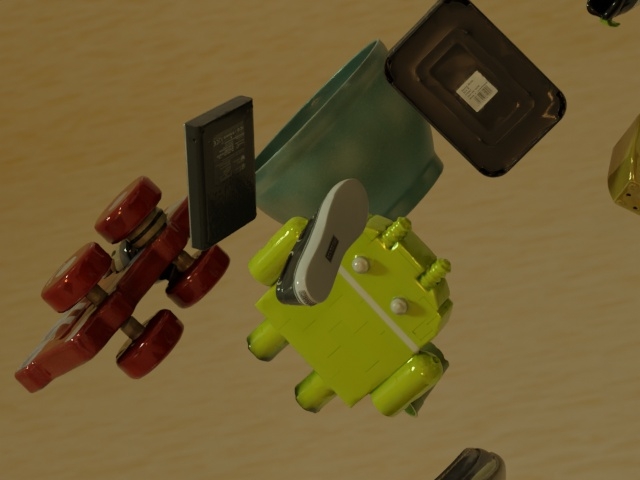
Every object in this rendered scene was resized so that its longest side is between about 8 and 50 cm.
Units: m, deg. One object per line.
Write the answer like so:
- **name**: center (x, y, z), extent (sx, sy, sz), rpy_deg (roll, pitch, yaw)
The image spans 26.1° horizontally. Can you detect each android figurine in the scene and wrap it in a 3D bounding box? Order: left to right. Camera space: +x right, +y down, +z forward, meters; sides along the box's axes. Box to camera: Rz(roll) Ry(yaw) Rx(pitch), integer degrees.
- **android figurine**: center (0.037, 0.079, 1.560), extent (0.248, 0.273, 0.056), rpy_deg (49, -146, 1)

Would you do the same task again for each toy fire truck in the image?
- **toy fire truck**: center (-0.278, 0.065, 1.868), extent (0.169, 0.254, 0.302), rpy_deg (44, -125, -15)

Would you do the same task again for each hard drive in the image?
- **hard drive**: center (-0.099, -0.068, 1.390), extent (0.094, 0.022, 0.135), rpy_deg (-35, -48, -49)

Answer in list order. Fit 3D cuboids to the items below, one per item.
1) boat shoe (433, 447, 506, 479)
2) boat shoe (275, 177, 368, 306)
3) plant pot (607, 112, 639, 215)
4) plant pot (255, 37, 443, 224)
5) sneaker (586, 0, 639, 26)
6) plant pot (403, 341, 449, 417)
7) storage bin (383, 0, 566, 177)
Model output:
- **boat shoe**: center (0.048, 0.304, 1.290), extent (0.355, 0.130, 0.132), rpy_deg (-40, -36, -38)
- **boat shoe**: center (0.000, 0.000, 1.199), extent (0.049, 0.040, 0.142), rpy_deg (53, -136, -29)
- **plant pot**: center (0.357, -0.072, 1.489), extent (0.081, 0.081, 0.083), rpy_deg (115, 180, -58)
- **plant pot**: center (0.047, -0.111, 1.934), extent (0.196, 0.293, 0.293), rpy_deg (43, -167, -8)
- **sneaker**: center (0.280, -0.311, 1.382), extent (0.084, 0.097, 0.235), rpy_deg (36, 164, 51)
- **plant pot**: center (0.120, 0.169, 1.752), extent (0.083, 0.079, 0.083), rpy_deg (44, 166, 14)
- **storage bin**: center (0.166, -0.170, 1.499), extent (0.180, 0.122, 0.084), rpy_deg (44, -169, -5)
